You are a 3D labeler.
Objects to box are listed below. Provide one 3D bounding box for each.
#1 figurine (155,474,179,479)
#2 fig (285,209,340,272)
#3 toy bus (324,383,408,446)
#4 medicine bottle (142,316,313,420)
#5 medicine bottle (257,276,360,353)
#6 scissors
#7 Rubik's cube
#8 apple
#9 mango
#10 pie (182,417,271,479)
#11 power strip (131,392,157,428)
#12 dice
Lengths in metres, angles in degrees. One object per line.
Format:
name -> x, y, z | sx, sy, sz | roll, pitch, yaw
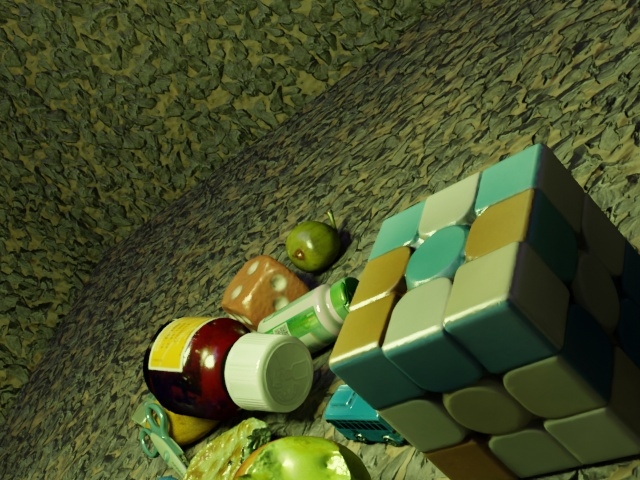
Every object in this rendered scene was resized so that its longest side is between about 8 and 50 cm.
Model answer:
figurine -> -0.364, 0.612, 2.053 | 0.086, 0.087, 0.149 | -3, 32, 4
fig -> -0.011, 0.011, 2.429 | 0.142, 0.148, 0.186 | -52, -22, 22
toy bus -> 0.095, 0.322, 1.681 | 0.185, 0.106, 0.090 | -15, 40, 53
medicine bottle -> -0.202, 0.297, 2.012 | 0.395, 0.242, 0.242 | 3, 50, 43
medicine bottle -> -0.012, 0.186, 2.086 | 0.274, 0.133, 0.133 | -33, 24, 32
scissors -> -0.358, 0.508, 2.138 | 0.289, 0.041, 0.138 | 35, 113, 44
Rubik's cube -> 0.278, 0.126, 1.367 | 0.344, 0.347, 0.346 | -28, 28, 41
apple -> -0.024, 0.443, 1.497 | 0.226, 0.246, 0.246 | -27, 26, 17
mango -> -0.330, 0.423, 2.258 | 0.295, 0.120, 0.177 | -36, 30, 27
pie -> -0.208, 0.511, 1.922 | 0.302, 0.067, 0.302 | -40, 27, 26
power strip -> -0.442, 0.432, 2.559 | 0.270, 0.046, 0.118 | -53, 23, -17
dice -> -0.143, 0.155, 2.331 | 0.179, 0.174, 0.175 | -50, 23, -13
